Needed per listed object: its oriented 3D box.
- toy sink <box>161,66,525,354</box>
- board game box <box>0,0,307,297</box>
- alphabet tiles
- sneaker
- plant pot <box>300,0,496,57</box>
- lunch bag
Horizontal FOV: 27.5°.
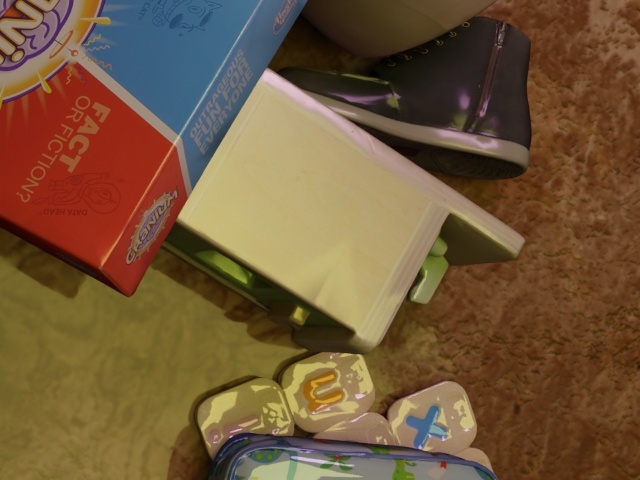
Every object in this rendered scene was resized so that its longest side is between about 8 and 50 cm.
[{"bbox_3d":[0.000,0.000,0.945,0.234,0.153,0.131,32,79,-14],"label":"toy sink"},{"bbox_3d":[-0.200,-0.141,0.858,0.316,0.064,0.242,26,78,16],"label":"board game box"},{"bbox_3d":[0.012,0.231,1.004,0.277,0.021,0.284,-21,94,-18],"label":"alphabet tiles"},{"bbox_3d":[0.060,-0.124,1.016,0.222,0.083,0.118,11,73,-19],"label":"sneaker"},{"bbox_3d":[0.022,-0.295,0.912,0.323,0.323,0.280,-44,117,-15],"label":"plant pot"},{"bbox_3d":[0.017,0.234,0.947,0.218,0.090,0.176,7,84,-17],"label":"lunch bag"}]
